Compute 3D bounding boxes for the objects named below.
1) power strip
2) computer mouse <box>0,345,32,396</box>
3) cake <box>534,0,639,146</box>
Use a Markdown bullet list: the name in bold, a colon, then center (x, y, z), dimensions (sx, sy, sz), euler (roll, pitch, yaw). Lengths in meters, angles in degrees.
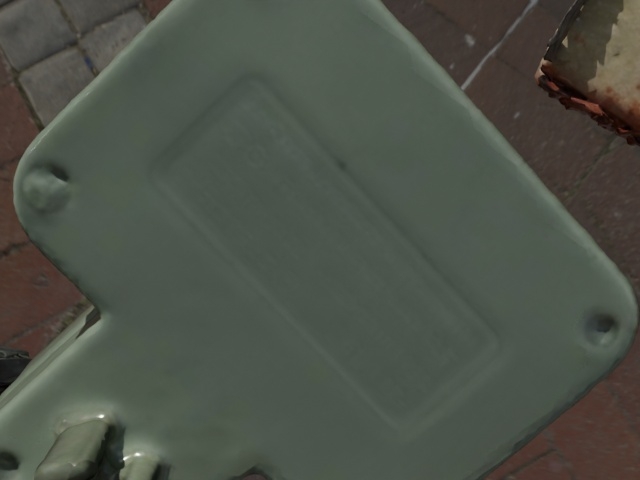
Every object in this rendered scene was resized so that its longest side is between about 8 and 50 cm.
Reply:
- **power strip**: center (-0.032, 0.035, 0.401), dimensions (0.261, 0.141, 0.229), euler (-42, 100, 9)
- **computer mouse**: center (-0.485, 0.181, 1.289), dimensions (0.192, 0.106, 0.062), euler (-20, 122, -26)
- **cake**: center (0.260, -0.078, 0.491), dimensions (0.262, 0.159, 0.158), euler (36, 111, 7)
